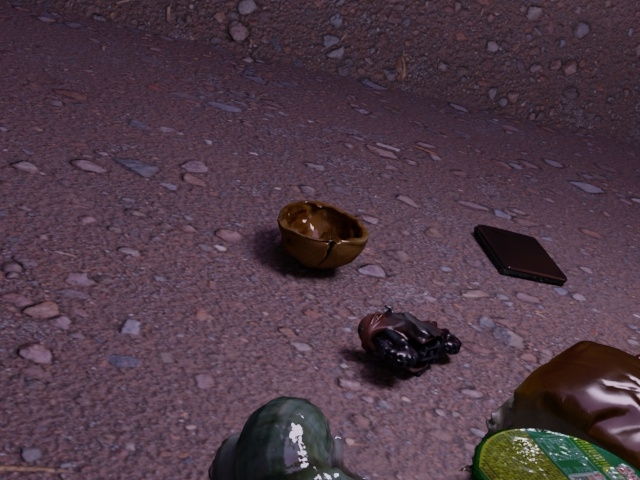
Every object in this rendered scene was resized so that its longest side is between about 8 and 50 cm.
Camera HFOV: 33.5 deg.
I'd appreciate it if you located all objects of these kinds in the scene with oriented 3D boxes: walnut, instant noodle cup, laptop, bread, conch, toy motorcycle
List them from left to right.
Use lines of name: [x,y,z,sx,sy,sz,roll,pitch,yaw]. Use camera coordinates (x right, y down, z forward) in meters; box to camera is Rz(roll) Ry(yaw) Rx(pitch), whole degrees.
conch: [-0.013,0.273,1.171,0.277,0.195,0.220,2,-8,28]
walnut: [0.000,0.001,1.927,0.167,0.087,0.211,7,21,-5]
toy motorcycle: [0.137,0.152,1.674,0.118,0.084,0.212,28,17,30]
laptop: [0.421,0.032,2.251,0.154,0.026,0.207,13,23,-16]
instant noodle cup: [0.215,0.340,1.071,0.207,0.233,0.207,14,22,-6]
bread: [0.368,0.268,1.368,0.279,0.225,0.250,34,28,27]

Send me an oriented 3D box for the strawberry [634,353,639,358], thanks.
strawberry: [0.608,0.247,1.779,0.236,0.107,0.175,21,59,13]
